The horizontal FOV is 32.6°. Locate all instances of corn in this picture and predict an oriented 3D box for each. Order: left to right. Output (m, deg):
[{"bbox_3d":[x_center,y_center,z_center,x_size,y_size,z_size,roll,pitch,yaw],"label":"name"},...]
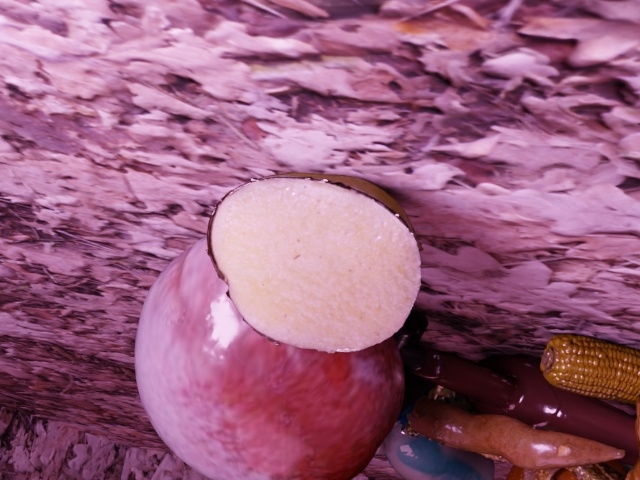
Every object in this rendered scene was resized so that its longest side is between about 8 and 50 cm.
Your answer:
[{"bbox_3d":[0.400,0.178,1.439,0.231,0.080,0.080,15,162,-11],"label":"corn"}]

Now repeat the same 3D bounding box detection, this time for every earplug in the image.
[{"bbox_3d":[0.209,0.408,2.158,0.185,0.185,0.324,0,152,28],"label":"earplug"}]

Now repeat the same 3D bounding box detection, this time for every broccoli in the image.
[{"bbox_3d":[0.184,0.237,1.701,0.154,0.167,0.160,-18,137,-14],"label":"broccoli"}]

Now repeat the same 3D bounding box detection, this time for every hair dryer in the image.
[{"bbox_3d":[0.098,0.181,1.526,0.089,0.197,0.251,47,144,19],"label":"hair dryer"},{"bbox_3d":[0.249,0.205,1.454,0.340,0.123,0.312,23,176,-36],"label":"hair dryer"}]

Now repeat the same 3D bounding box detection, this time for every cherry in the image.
[{"bbox_3d":[-0.075,0.139,1.290,0.335,0.291,0.326,41,160,-25],"label":"cherry"}]

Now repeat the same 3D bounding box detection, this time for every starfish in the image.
[{"bbox_3d":[0.390,0.382,1.693,0.383,0.132,0.398,27,167,17],"label":"starfish"}]

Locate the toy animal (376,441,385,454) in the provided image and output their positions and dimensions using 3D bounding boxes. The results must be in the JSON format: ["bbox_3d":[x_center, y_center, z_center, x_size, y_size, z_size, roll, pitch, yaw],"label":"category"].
[{"bbox_3d":[0.020,0.324,2.027,0.178,0.128,0.193,21,158,-37],"label":"toy animal"}]

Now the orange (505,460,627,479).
[{"bbox_3d":[0.492,0.469,2.017,0.274,0.274,0.310,-3,133,36],"label":"orange"}]

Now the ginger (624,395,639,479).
[{"bbox_3d":[0.526,0.259,1.333,0.357,0.152,0.274,-6,124,-15],"label":"ginger"}]

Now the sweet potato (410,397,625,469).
[{"bbox_3d":[0.244,0.256,1.402,0.281,0.059,0.067,8,166,41],"label":"sweet potato"}]

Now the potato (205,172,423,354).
[{"bbox_3d":[0.000,0.000,1.051,0.202,0.117,0.182,11,121,3],"label":"potato"}]

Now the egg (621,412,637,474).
[{"bbox_3d":[0.549,0.339,1.774,0.132,0.132,0.172,-2,149,34],"label":"egg"}]
